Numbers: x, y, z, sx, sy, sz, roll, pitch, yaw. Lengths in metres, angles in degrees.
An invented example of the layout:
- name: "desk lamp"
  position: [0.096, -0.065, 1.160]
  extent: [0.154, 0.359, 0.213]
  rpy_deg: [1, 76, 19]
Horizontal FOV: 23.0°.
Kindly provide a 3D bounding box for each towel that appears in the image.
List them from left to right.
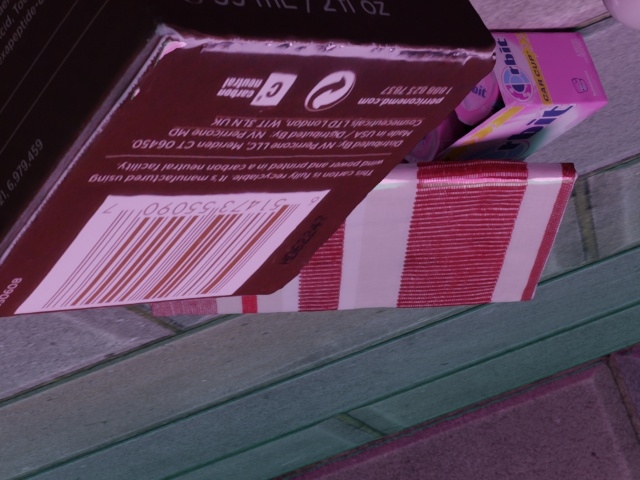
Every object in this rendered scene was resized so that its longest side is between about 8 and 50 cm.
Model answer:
- name: "towel"
  position: [0.018, -0.004, 1.229]
  extent: [0.329, 0.037, 0.237]
  rpy_deg: [-2, 156, -2]

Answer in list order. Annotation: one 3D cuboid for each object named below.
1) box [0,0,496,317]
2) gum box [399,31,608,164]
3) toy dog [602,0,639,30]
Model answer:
- name: "box"
  position: [-0.076, -0.098, 0.616]
  extent: [0.168, 0.203, 0.167]
  rpy_deg: [-5, 148, -44]
- name: "gum box"
  position: [0.112, -0.088, 1.201]
  extent: [0.107, 0.062, 0.188]
  rpy_deg: [-7, 161, -38]
- name: "toy dog"
  position: [0.344, -0.213, 0.933]
  extent: [0.333, 0.161, 0.220]
  rpy_deg: [2, 170, -10]
